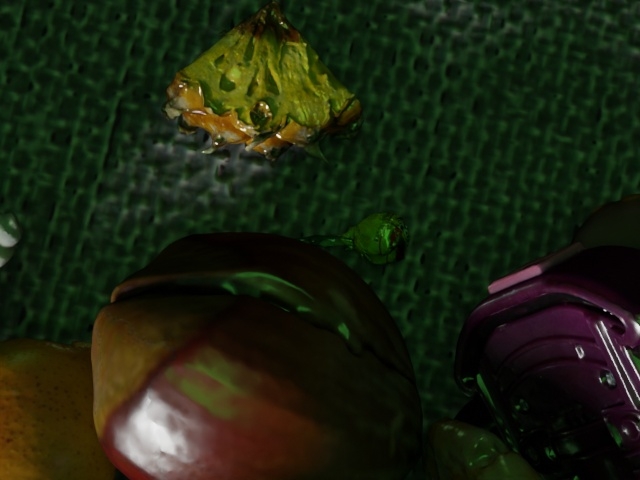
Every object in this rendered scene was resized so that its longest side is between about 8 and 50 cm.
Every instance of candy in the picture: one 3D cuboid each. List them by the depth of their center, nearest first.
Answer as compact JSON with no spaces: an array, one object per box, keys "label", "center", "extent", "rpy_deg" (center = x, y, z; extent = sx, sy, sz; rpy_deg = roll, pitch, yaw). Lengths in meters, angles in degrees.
[{"label":"candy","center":[0.000,0.000,1.145],"extent":[0.123,0.035,0.035],"rpy_deg":[-1,78,4]}]

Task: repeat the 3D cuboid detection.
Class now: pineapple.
[{"label":"pineapple","center":[-0.037,-0.108,1.146],"extent":[0.137,0.069,0.116],"rpy_deg":[9,75,-11]}]

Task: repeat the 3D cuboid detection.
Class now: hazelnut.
[{"label":"hazelnut","center":[-0.033,0.086,1.042],"extent":[0.181,0.181,0.212],"rpy_deg":[-4,40,15]}]

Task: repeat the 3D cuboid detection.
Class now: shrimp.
[{"label":"shrimp","center":[0.139,0.238,1.018],"extent":[0.062,0.154,0.294],"rpy_deg":[-24,93,-19]}]

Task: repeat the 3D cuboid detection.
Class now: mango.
[{"label":"mango","center":[-0.197,0.183,1.047],"extent":[0.126,0.154,0.252],"rpy_deg":[11,69,5]}]

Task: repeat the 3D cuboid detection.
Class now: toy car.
[{"label":"toy car","center":[0.253,0.130,1.048],"extent":[0.240,0.271,0.340],"rpy_deg":[-25,89,-31]}]

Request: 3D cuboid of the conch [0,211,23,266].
[{"label":"conch","center":[-0.299,0.066,1.033],"extent":[0.149,0.275,0.182],"rpy_deg":[15,37,-38]}]
